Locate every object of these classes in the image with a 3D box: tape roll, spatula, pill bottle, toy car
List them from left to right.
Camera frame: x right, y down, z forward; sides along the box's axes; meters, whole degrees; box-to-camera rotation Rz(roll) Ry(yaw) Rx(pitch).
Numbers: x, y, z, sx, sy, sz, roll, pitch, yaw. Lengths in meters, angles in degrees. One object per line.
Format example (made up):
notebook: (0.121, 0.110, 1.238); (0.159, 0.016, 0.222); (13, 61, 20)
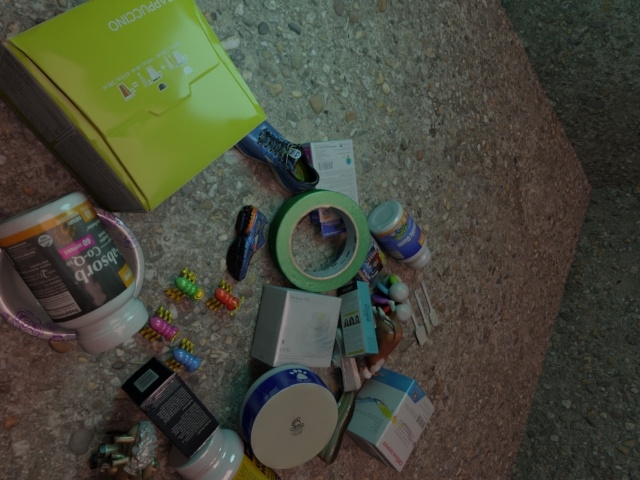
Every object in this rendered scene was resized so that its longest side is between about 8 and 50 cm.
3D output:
pill bottle: (-0.449, 0.061, 0.791); (0.162, 0.162, 0.279); (-36, 115, -32)
pill bottle: (-0.253, 0.647, 1.163); (0.188, 0.187, 0.334); (-46, 120, -28)
tape roll: (0.000, 0.000, 1.344); (0.321, 0.077, 0.322); (-5, 103, -22)
toy car: (0.261, 0.223, 1.607); (0.136, 0.159, 0.182); (-11, 103, -1)
pill bottle: (0.307, -0.011, 1.606); (0.272, 0.152, 0.152); (44, 66, -32)
spatula: (0.438, 0.310, 1.821); (0.168, 0.019, 0.242); (-36, 115, -31)

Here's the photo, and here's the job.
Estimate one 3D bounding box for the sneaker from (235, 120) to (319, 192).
sneaker: (-0.119, -0.267, 1.242); (0.330, 0.147, 0.130); (39, 69, -34)

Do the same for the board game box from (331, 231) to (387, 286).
board game box: (0.132, 0.072, 1.526); (0.194, 0.060, 0.194); (-48, 121, -25)

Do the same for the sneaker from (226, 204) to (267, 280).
sneaker: (-0.204, 0.012, 1.235); (0.087, 0.083, 0.221); (22, 81, -44)

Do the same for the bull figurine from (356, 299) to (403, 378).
bull figurine: (0.200, 0.355, 1.510); (0.101, 0.310, 0.189); (7, 48, -21)

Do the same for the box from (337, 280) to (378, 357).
box: (0.126, 0.270, 1.452); (0.060, 0.100, 0.245); (14, 60, -40)

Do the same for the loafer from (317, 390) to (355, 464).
loafer: (0.048, 0.626, 1.473); (0.102, 0.091, 0.269); (81, 30, -45)

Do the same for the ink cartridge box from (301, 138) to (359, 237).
ink cartridge box: (0.041, -0.178, 1.434); (0.185, 0.065, 0.312); (-15, 100, -38)

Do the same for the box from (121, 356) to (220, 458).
box: (-0.376, 0.418, 1.071); (0.108, 0.153, 0.207); (-44, 120, -29)

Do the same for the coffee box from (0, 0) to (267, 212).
coffee box: (-0.393, -0.288, 0.893); (0.338, 0.334, 0.338); (-48, 120, -27)

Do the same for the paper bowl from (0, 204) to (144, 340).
paper bowl: (-0.543, 0.061, 0.912); (0.284, 0.148, 0.285); (-3, 94, -40)

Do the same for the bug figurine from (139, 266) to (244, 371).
bug figurine: (-0.341, 0.212, 1.138); (0.216, 0.072, 0.279); (43, 67, -33)

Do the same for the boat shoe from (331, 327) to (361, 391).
boat shoe: (0.075, 0.424, 1.488); (0.081, 0.079, 0.228); (-18, 93, -13)

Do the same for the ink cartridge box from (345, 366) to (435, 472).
ink cartridge box: (0.247, 0.650, 1.569); (0.270, 0.197, 0.198); (-50, 122, -26)

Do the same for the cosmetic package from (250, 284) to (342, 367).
cosmetic package: (-0.072, 0.267, 1.323); (0.224, 0.138, 0.225); (14, 83, -39)

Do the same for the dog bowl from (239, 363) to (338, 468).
dog bowl: (-0.087, 0.493, 1.195); (0.264, 0.104, 0.265); (-7, 105, -25)

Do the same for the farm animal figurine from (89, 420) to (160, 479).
farm animal figurine: (-0.445, 0.612, 0.990); (0.172, 0.330, 0.327); (14, 56, -37)
